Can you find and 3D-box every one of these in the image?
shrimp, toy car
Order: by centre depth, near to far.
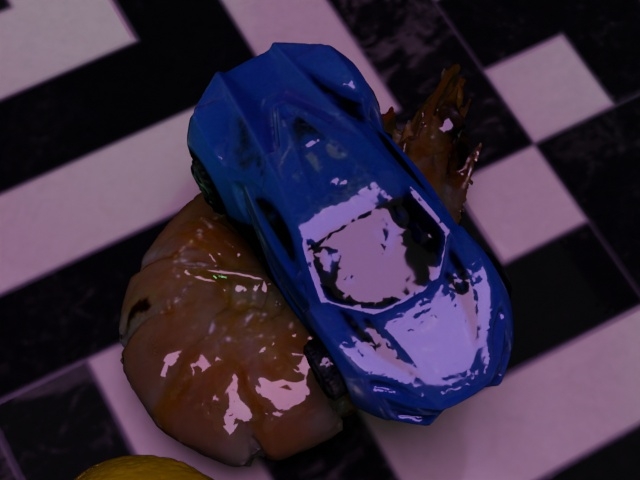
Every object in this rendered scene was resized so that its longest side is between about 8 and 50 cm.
[{"bbox_3d":[0.012,-0.010,0.716,0.103,0.063,0.216,-29,60,-9],"label":"toy car"},{"bbox_3d":[0.000,-0.001,0.786,0.145,0.061,0.267,29,68,22],"label":"shrimp"}]

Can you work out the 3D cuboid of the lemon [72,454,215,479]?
[{"bbox_3d":[-0.074,0.156,0.675,0.133,0.109,0.109,34,66,30],"label":"lemon"}]
